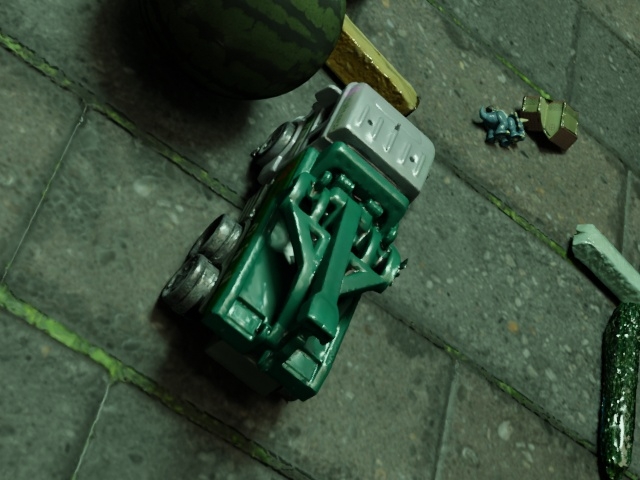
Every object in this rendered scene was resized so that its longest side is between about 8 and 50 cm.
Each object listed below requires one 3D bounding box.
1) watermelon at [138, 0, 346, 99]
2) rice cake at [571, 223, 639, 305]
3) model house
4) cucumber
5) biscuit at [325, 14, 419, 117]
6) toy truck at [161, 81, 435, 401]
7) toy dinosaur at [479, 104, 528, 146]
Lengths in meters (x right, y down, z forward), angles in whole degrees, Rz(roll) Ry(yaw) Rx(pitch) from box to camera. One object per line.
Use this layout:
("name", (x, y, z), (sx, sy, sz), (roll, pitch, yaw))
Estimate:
("watermelon", (-0.077, -0.246, 1.292), (0.212, 0.212, 0.212), (22, 52, -32))
("rice cake", (0.418, 0.071, 1.674), (0.245, 0.042, 0.045), (44, 33, -15))
("model house", (0.309, -0.158, 1.713), (0.083, 0.057, 0.058), (19, 79, -57))
("cucumber", (0.368, 0.182, 1.561), (0.044, 0.043, 0.257), (31, 49, -19))
("biscuit", (0.041, -0.218, 1.499), (0.188, 0.052, 0.056), (47, 31, -12))
("toy truck", (-0.004, 0.002, 1.236), (0.176, 0.178, 0.363), (41, 42, -16))
("toy dinosaur", (0.236, -0.151, 1.650), (0.083, 0.030, 0.047), (10, 58, -39))
